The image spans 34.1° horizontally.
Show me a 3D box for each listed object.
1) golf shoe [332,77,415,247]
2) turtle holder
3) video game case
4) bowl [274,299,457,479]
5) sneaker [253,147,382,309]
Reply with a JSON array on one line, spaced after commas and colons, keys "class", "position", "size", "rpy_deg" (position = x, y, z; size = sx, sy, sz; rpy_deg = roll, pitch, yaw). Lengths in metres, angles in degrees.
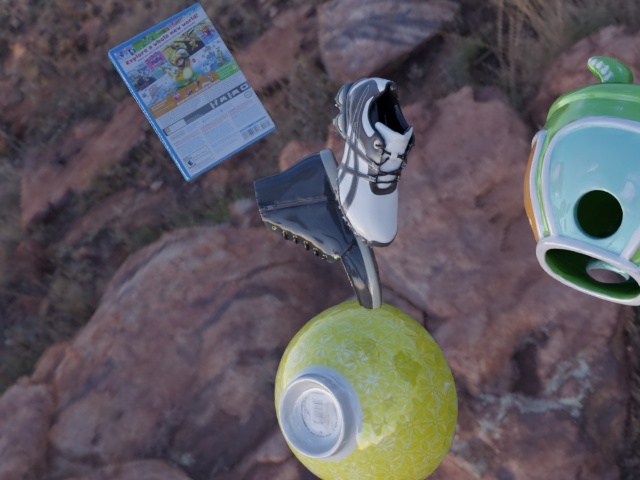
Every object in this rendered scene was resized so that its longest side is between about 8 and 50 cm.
[{"class": "golf shoe", "position": [0.064, -0.089, 1.194], "size": [0.094, 0.077, 0.198], "rpy_deg": [-7, 92, 59]}, {"class": "turtle holder", "position": [0.385, -0.037, 1.195], "size": [0.227, 0.320, 0.243], "rpy_deg": [-60, -5, -19]}, {"class": "video game case", "position": [-0.142, -0.166, 1.165], "size": [0.119, 0.166, 0.015], "rpy_deg": [-33, 3, -15]}, {"class": "bowl", "position": [0.033, 0.235, 1.491], "size": [0.290, 0.156, 0.289], "rpy_deg": [4, 97, 36]}, {"class": "sneaker", "position": [0.000, 0.000, 1.376], "size": [0.118, 0.222, 0.083], "rpy_deg": [-21, 7, 7]}]
